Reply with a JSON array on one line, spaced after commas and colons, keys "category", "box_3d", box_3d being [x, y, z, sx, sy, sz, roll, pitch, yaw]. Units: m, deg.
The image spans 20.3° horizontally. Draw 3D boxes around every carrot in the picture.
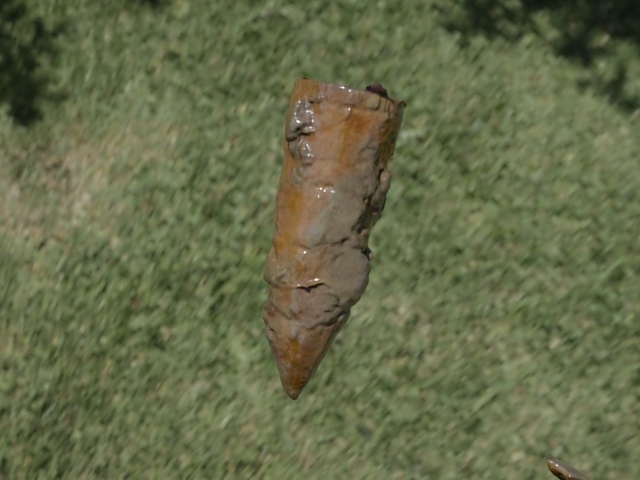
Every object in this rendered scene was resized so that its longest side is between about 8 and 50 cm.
[{"category": "carrot", "box_3d": [0.000, 0.000, 1.440, 0.101, 0.102, 0.263, 11, 94, -14]}]

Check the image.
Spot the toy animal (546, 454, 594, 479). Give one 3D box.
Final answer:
[{"category": "toy animal", "box_3d": [0.159, 0.254, 1.258, 0.188, 0.089, 0.179, 28, 98, -32]}]
